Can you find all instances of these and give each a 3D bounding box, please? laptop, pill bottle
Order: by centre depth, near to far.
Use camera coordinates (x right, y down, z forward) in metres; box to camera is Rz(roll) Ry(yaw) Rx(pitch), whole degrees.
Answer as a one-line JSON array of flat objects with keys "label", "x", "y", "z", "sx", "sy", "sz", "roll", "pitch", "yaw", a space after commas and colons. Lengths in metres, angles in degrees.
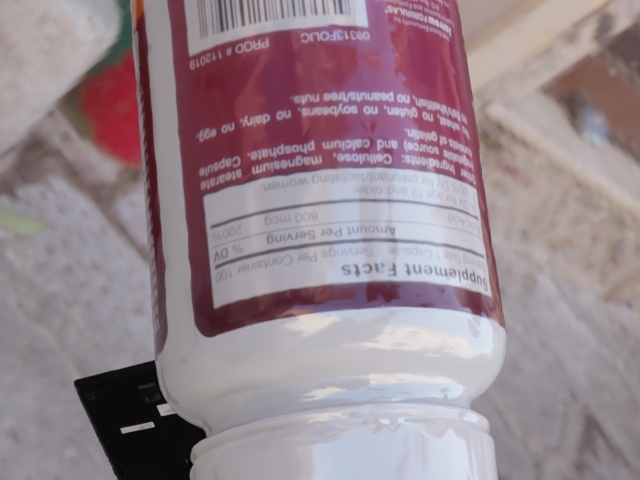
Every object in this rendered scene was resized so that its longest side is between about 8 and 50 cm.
[{"label": "pill bottle", "x": 0.000, "y": 0.000, "z": 1.152, "sx": 0.224, "sy": 0.224, "sz": 0.392, "roll": 22, "pitch": 58, "yaw": -55}, {"label": "laptop", "x": -0.094, "y": 0.217, "z": 1.925, "sx": 0.264, "sy": 0.234, "sz": 0.136, "roll": 67, "pitch": 29, "yaw": -14}]
